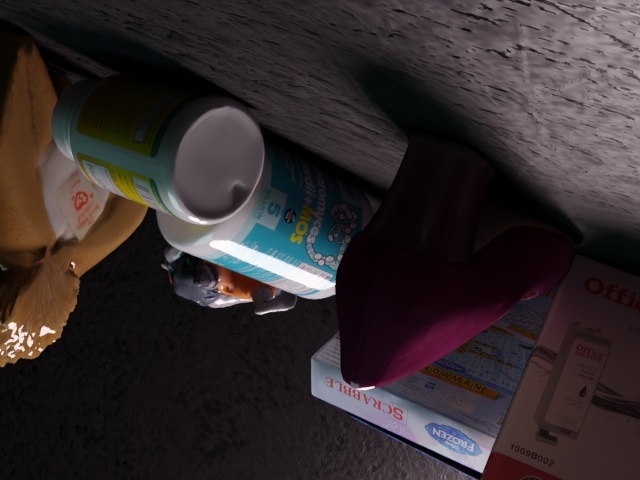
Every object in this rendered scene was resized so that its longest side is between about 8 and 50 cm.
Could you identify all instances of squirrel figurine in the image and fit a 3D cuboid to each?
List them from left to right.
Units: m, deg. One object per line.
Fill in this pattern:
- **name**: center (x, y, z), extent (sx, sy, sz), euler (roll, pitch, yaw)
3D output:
- **squirrel figurine**: center (-0.430, -0.042, 1.171), extent (0.370, 0.397, 0.281), euler (11, 177, 28)

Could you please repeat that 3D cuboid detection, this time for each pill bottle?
- **pill bottle**: center (-0.161, -0.094, 0.941), extent (0.208, 0.118, 0.117), euler (19, 176, 41)
- **pill bottle**: center (-0.040, -0.022, 1.111), extent (0.264, 0.146, 0.146), euler (23, 177, -41)

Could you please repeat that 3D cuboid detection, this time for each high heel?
- **high heel**: center (0.111, 0.045, 0.833), extent (0.127, 0.181, 0.377), euler (20, 177, 30)

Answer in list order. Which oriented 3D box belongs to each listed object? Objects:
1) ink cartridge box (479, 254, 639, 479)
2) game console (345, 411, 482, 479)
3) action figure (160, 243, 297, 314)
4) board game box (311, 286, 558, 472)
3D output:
- **ink cartridge box**: center (0.291, 0.183, 0.982), extent (0.207, 0.283, 0.117), euler (21, 166, 15)
- **game console**: center (0.206, 0.167, 1.422), extent (0.293, 0.250, 0.173), euler (19, -167, 41)
- **action figure**: center (-0.190, 0.002, 1.540), extent (0.341, 0.178, 0.330), euler (49, 159, -8)
- **board game box**: center (0.205, 0.140, 1.229), extent (0.318, 0.066, 0.318), euler (21, -141, 27)
